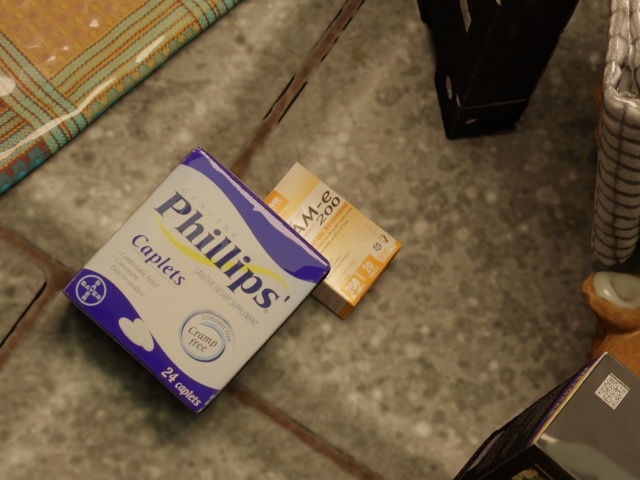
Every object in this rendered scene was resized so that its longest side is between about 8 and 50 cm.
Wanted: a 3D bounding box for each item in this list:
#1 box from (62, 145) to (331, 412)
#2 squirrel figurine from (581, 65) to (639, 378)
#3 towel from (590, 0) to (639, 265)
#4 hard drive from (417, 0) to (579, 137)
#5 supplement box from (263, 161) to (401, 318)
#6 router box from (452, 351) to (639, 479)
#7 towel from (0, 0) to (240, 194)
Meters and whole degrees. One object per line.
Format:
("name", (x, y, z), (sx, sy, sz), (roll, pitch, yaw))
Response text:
("box", (-0.082, 0.027, 1.217), (0.126, 0.072, 0.137), (42, 86, 3))
("squirrel figurine", (0.337, 0.011, 1.264), (0.370, 0.281, 0.397), (-24, 55, -4))
("towel", (0.238, -0.147, 1.096), (0.121, 0.235, 0.284), (4, 64, 10))
("hard drive", (0.115, -0.238, 1.225), (0.064, 0.339, 0.237), (-9, 73, -6))
("supplement box", (0.000, 0.000, 1.282), (0.098, 0.036, 0.062), (38, 68, 3))
("router box", (0.235, 0.227, 1.147), (0.309, 0.243, 0.081), (41, 68, 3))
("towel", (-0.190, -0.240, 1.322), (0.271, 0.040, 0.370), (45, 69, 6))
